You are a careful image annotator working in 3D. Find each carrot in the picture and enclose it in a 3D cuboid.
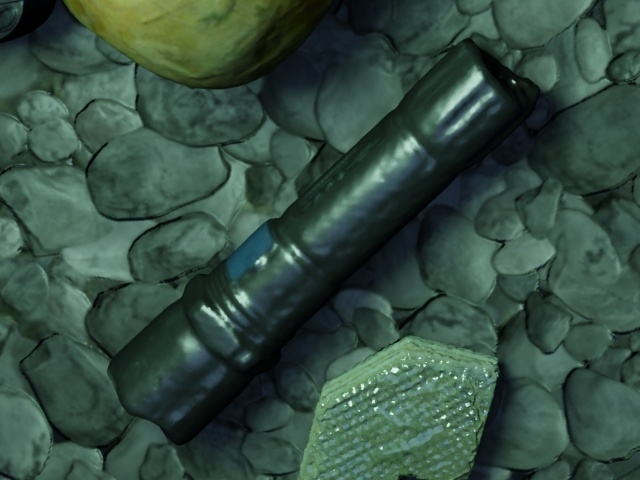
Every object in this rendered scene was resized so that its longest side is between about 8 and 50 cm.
[{"bbox_3d":[-0.049,-0.285,1.264,0.224,0.224,0.340,32,107,-5],"label":"carrot"}]

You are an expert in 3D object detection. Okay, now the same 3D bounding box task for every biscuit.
[{"bbox_3d":[0.057,0.198,1.503,0.147,0.046,0.250,15,109,2],"label":"biscuit"}]

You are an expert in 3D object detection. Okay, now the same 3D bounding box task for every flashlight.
[{"bbox_3d":[0.000,0.000,1.423,0.103,0.103,0.424,44,106,-9],"label":"flashlight"}]

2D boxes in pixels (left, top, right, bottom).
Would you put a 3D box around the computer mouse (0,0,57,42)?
[{"bbox_3d":[-0.294,-0.223,1.366,0.233,0.096,0.137,1,125,30],"label":"computer mouse"}]
